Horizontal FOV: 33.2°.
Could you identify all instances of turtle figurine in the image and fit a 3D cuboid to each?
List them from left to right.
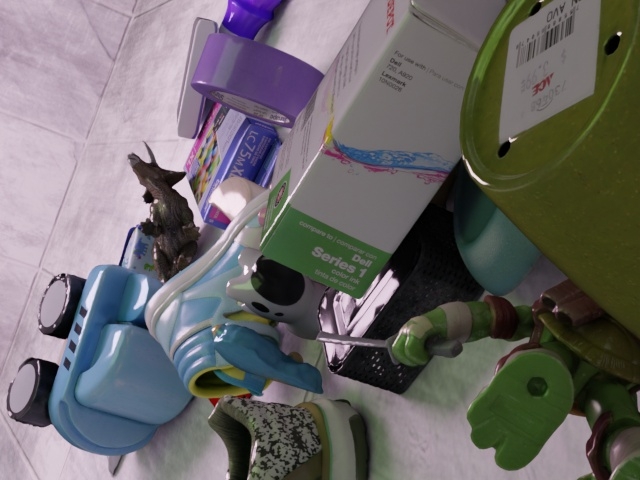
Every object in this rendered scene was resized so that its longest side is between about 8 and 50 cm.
[{"bbox_3d":[0.140,0.133,0.740,0.266,0.275,0.197,-41,-68,-80],"label":"turtle figurine"}]

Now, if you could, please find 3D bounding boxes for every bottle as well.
[{"bbox_3d":[-0.093,-0.479,1.916,0.282,0.092,0.118,-60,20,22],"label":"bottle"}]

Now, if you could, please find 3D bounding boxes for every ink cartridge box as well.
[{"bbox_3d":[-0.152,-0.139,1.808,0.185,0.065,0.311,-63,26,16],"label":"ink cartridge box"},{"bbox_3d":[0.061,-0.117,1.022,0.278,0.117,0.201,-56,14,30],"label":"ink cartridge box"}]

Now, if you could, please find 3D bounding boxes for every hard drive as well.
[{"bbox_3d":[-0.236,-0.315,2.037,0.318,0.040,0.210,-122,43,-75],"label":"hard drive"}]

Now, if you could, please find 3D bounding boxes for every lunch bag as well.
[{"bbox_3d":[-0.325,0.041,2.001,0.151,0.096,0.128,166,120,-80],"label":"lunch bag"}]

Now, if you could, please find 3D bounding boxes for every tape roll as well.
[{"bbox_3d":[-0.091,-0.233,1.587,0.189,0.189,0.080,11,81,66],"label":"tape roll"}]

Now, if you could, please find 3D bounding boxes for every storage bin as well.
[{"bbox_3d":[0.080,0.055,1.111,0.180,0.084,0.122,-55,27,27],"label":"storage bin"}]

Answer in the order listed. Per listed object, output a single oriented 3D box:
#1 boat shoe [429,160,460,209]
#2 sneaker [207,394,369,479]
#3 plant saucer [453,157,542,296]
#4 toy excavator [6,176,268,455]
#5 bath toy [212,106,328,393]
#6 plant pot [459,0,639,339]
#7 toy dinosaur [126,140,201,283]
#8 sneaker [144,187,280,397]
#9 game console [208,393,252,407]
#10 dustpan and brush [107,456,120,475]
[{"bbox_3d":[0.119,-0.059,1.160,0.190,0.068,0.072,-63,34,38],"label":"boat shoe"},{"bbox_3d":[-0.057,0.323,1.060,0.158,0.182,0.410,-50,30,37],"label":"sneaker"},{"bbox_3d":[0.177,-0.109,0.958,0.317,0.044,0.317,-165,90,-86],"label":"plant saucer"},{"bbox_3d":[-0.241,0.128,1.651,0.445,0.222,0.432,-1,69,50],"label":"toy excavator"},{"bbox_3d":[0.000,0.000,1.282,0.129,0.151,0.348,13,77,29],"label":"bath toy"},{"bbox_3d":[0.233,-0.040,0.591,0.275,0.294,0.274,-48,31,41],"label":"plant pot"},{"bbox_3d":[-0.256,-0.005,1.865,0.160,0.121,0.313,-95,-3,-63],"label":"toy dinosaur"},{"bbox_3d":[-0.070,0.079,1.375,0.319,0.127,0.208,-44,46,13],"label":"sneaker"},{"bbox_3d":[-0.107,0.164,1.515,0.144,0.085,0.124,-58,-6,22],"label":"game console"},{"bbox_3d":[-0.366,0.291,1.909,0.211,0.060,0.147,-65,24,10],"label":"dustpan and brush"}]
